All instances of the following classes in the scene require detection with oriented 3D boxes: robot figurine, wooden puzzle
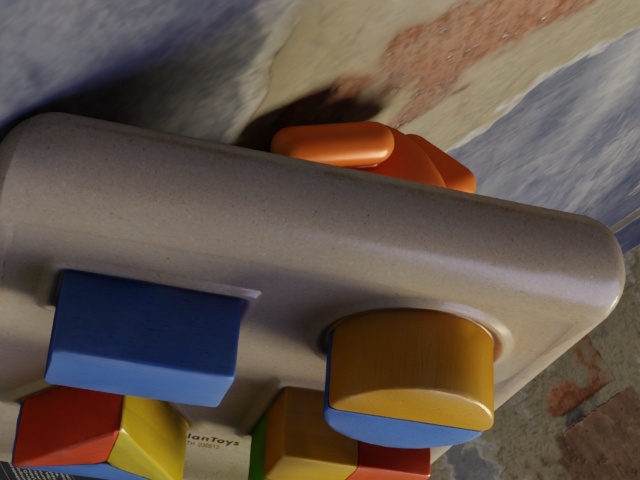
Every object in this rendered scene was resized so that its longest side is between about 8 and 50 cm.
[{"bbox_3d":[0.000,-0.002,0.841,0.219,0.128,0.158,-24,174,-30],"label":"robot figurine"},{"bbox_3d":[-0.041,0.083,0.739,0.322,0.080,0.348,11,146,-13],"label":"wooden puzzle"}]

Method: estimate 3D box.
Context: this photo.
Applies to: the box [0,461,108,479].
[{"bbox_3d":[-0.261,0.179,0.921,0.153,0.108,0.207,-40,165,26],"label":"box"}]
